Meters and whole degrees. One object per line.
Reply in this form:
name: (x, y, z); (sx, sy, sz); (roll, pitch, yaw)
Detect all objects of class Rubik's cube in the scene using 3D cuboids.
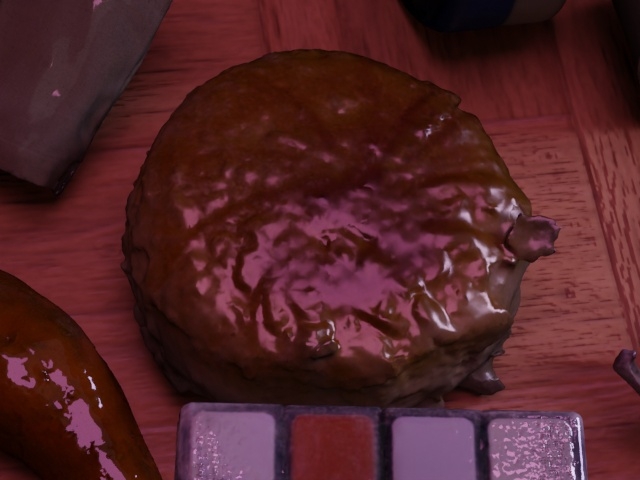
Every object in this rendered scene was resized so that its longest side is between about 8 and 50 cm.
Rubik's cube: (0.032, 0.266, 1.136); (0.256, 0.259, 0.253); (3, 61, -3)

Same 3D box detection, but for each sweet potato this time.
sweet potato: (-0.217, 0.097, 1.305); (0.359, 0.112, 0.112); (37, 63, 20)

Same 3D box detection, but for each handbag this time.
handbag: (-0.280, -0.193, 1.444); (0.315, 0.109, 0.253); (23, 87, 12)

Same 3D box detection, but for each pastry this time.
pastry: (0.000, 0.000, 1.363); (0.329, 0.136, 0.330); (2, 60, -4)

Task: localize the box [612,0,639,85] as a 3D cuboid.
box: (0.348, -0.222, 1.475); (0.226, 0.226, 0.149); (-8, 60, -10)

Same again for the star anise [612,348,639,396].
star anise: (0.329, 0.113, 1.354); (0.262, 0.081, 0.230); (1, 66, -18)

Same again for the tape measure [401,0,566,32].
tape measure: (0.131, -0.308, 1.487); (0.138, 0.259, 0.262); (-15, 68, -12)
